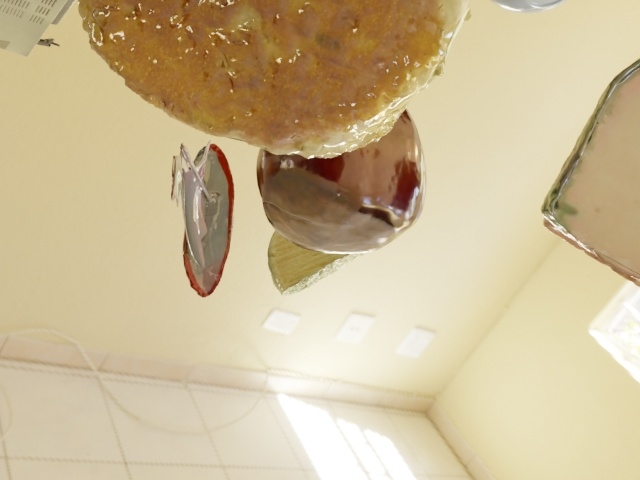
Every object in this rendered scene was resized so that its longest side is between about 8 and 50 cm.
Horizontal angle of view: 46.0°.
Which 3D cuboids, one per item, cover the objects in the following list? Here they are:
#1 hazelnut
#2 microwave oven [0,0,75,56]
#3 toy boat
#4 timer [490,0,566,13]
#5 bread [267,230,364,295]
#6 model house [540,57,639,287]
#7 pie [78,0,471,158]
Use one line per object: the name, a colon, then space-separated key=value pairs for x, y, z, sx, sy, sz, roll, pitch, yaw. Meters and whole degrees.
hazelnut: x=0.023 y=-0.090 z=0.856 sx=0.208 sy=0.208 sz=0.208 roll=30 pitch=19 yaw=-11
microwave oven: x=-0.384 y=-0.346 z=0.904 sx=0.193 sy=0.145 sz=0.240 roll=9 pitch=-14 yaw=-33
toy boat: x=-0.160 y=-0.025 z=1.022 sx=0.071 sy=0.219 sz=0.318 roll=2 pitch=9 yaw=-2
timer: x=0.234 y=-0.395 z=0.963 sx=0.175 sy=0.175 sz=0.255 roll=8 pitch=31 yaw=-52
bread: x=0.001 y=-0.004 z=1.051 sx=0.193 sy=0.036 sz=0.112 roll=-29 pitch=60 yaw=-18
model house: x=0.361 y=-0.069 z=0.806 sx=0.202 sy=0.237 sz=0.237 roll=27 pitch=3 yaw=9
pie: x=-0.044 y=-0.209 z=0.525 sx=0.315 sy=0.315 sz=0.092 roll=36 pitch=16 yaw=7
